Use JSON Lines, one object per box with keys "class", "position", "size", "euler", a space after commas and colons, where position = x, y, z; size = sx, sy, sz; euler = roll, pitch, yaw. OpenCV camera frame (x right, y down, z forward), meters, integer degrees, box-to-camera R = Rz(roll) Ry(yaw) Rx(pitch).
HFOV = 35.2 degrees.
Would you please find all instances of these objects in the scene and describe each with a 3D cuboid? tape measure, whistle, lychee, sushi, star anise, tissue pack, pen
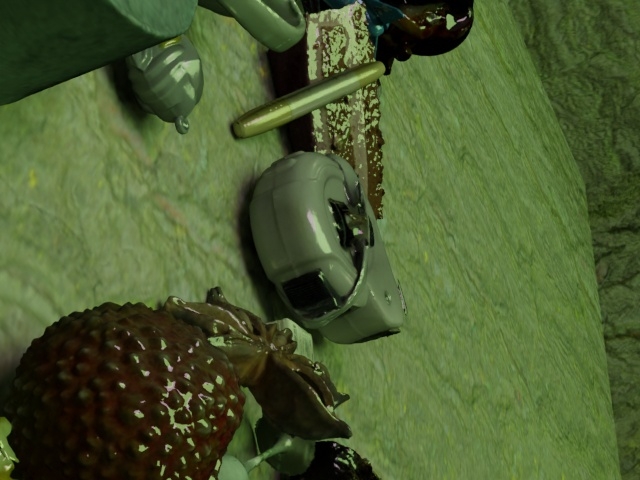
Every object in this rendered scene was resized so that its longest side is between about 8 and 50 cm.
{"class": "tape measure", "position": [0.000, 0.000, 1.140], "size": [0.197, 0.120, 0.236], "euler": [10, 62, -63]}
{"class": "whistle", "position": [-0.228, -0.190, 0.675], "size": [0.188, 0.168, 0.405], "euler": [69, 23, -12]}
{"class": "lychee", "position": [-0.123, 0.133, 0.698], "size": [0.197, 0.165, 0.165], "euler": [33, 32, -5]}
{"class": "sushi", "position": [0.020, 0.271, 1.035], "size": [0.150, 0.091, 0.078], "euler": [58, 31, -36]}
{"class": "star anise", "position": [-0.060, 0.113, 0.940], "size": [0.208, 0.063, 0.172], "euler": [30, 14, -19]}
{"class": "tissue pack", "position": [-0.034, 0.132, 1.064], "size": [0.062, 0.042, 0.083], "euler": [39, 41, -51]}
{"class": "sushi", "position": [0.113, -0.361, 1.503], "size": [0.215, 0.227, 0.212], "euler": [-41, 120, -60]}
{"class": "pen", "position": [-0.012, -0.170, 1.200], "size": [0.233, 0.040, 0.032], "euler": [-28, 120, -34]}

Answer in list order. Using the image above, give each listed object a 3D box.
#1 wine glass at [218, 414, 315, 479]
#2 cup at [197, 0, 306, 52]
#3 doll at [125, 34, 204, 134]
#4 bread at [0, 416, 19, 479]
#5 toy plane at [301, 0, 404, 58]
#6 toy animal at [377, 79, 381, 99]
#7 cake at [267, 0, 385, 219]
{"class": "wine glass", "position": [-0.085, 0.208, 0.871], "size": [0.262, 0.074, 0.074], "euler": [-13, 87, -66]}
{"class": "cup", "position": [-0.106, -0.302, 0.980], "size": [0.258, 0.186, 0.234], "euler": [61, 21, 12]}
{"class": "doll", "position": [-0.159, -0.184, 0.961], "size": [0.094, 0.079, 0.180], "euler": [8, 55, -65]}
{"class": "bread", "position": [-0.220, 0.203, 0.497], "size": [0.257, 0.124, 0.185], "euler": [-15, 82, -66]}
{"class": "toy plane", "position": [0.002, -0.369, 1.346], "size": [0.105, 0.254, 0.271], "euler": [-34, 84, -24]}
{"class": "toy animal", "position": [0.046, -0.188, 1.397], "size": [0.137, 0.098, 0.098], "euler": [69, 23, -13]}
{"class": "cake", "position": [0.011, -0.148, 1.292], "size": [0.116, 0.113, 0.295], "euler": [-10, 93, -35]}
